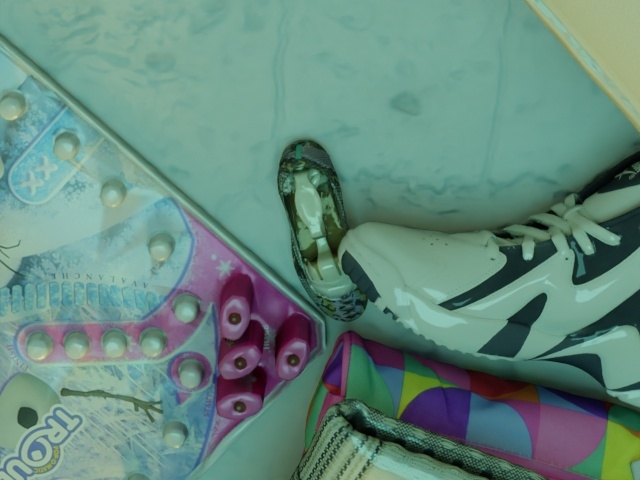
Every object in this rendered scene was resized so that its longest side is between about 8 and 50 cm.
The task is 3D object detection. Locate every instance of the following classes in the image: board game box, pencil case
[{"bbox_3d":[-0.263,0.070,1.003,0.390,0.050,0.390,41,104,-11],"label":"board game box"},{"bbox_3d":[0.108,0.125,0.988,0.236,0.104,0.104,14,107,-2],"label":"pencil case"}]

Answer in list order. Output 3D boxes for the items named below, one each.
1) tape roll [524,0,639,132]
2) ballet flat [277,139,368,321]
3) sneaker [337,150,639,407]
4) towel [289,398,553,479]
[{"bbox_3d":[0.212,-0.170,0.814,0.246,0.246,0.169,-41,103,13],"label":"tape roll"},{"bbox_3d":[0.000,0.000,0.980,0.041,0.041,0.114,-15,107,6],"label":"ballet flat"},{"bbox_3d":[0.139,-0.006,0.948,0.235,0.094,0.153,21,106,-5],"label":"sneaker"},{"bbox_3d":[0.100,0.253,0.993,0.324,0.056,0.312,21,128,-8],"label":"towel"}]
